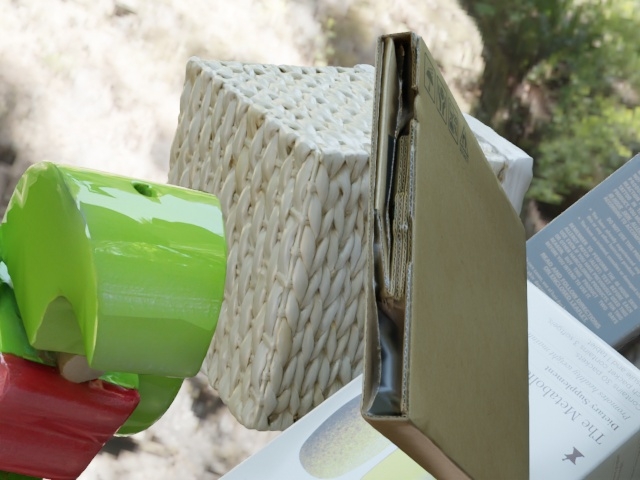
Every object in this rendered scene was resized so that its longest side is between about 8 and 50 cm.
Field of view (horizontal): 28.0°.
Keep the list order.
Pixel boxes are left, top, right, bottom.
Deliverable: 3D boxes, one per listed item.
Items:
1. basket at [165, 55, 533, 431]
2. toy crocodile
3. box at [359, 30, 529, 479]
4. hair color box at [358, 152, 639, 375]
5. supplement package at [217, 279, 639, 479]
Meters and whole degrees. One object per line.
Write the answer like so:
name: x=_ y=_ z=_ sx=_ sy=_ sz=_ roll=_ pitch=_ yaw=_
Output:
basket: x=0.000 y=0.000 z=1.384 sx=0.266 sy=0.331 sz=0.328 roll=0 pitch=24 yaw=-31
toy crocodile: x=-0.151 y=0.082 z=0.483 sx=0.115 sy=0.105 sz=0.340 roll=23 pitch=-52 yaw=-41
box: x=0.062 y=0.029 z=0.568 sx=0.021 sy=0.164 sz=0.201 roll=-6 pitch=-25 yaw=20
hair color box: x=0.229 y=0.038 z=1.079 sx=0.114 sy=0.374 sz=0.185 roll=54 pitch=16 yaw=12
supplement package: x=0.069 y=0.155 z=0.761 sx=0.139 sy=0.244 sz=0.134 roll=41 pitch=-30 yaw=29
